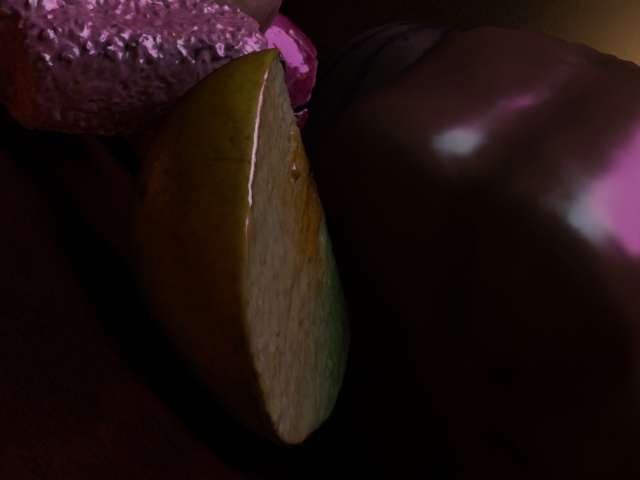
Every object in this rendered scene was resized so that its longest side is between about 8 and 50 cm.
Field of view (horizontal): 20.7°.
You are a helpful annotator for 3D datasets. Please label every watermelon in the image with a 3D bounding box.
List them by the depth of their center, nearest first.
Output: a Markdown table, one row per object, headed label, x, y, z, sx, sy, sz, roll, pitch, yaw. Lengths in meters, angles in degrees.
| label | x | y | z | sx | sy | sz | roll | pitch | yaw |
| --- | --- | --- | --- | --- | --- | --- | --- | --- | --- |
| watermelon | 0.080 | -0.052 | 1.839 | 0.279 | 0.359 | 0.279 | 19 | 0 | 0 |

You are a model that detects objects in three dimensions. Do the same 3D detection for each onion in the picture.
| label | x | y | z | sx | sy | sz | roll | pitch | yaw |
| --- | --- | --- | --- | --- | --- | --- | --- | --- | --- |
| onion | -0.112 | -0.142 | 1.754 | 0.200 | 0.207 | 0.200 | 23 | 41 | -21 |

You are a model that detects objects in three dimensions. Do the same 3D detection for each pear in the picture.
| label | x | y | z | sx | sy | sz | roll | pitch | yaw |
| --- | --- | --- | --- | --- | --- | --- | --- | --- | --- |
| pear | -0.068 | 0.041 | 1.271 | 0.239 | 0.139 | 0.288 | -91 | 169 | -47 |

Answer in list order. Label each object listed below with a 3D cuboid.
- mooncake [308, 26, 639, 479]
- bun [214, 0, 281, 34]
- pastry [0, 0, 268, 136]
| label | x | y | z | sx | sy | sz | roll | pitch | yaw |
| --- | --- | --- | --- | --- | --- | --- | --- | --- | --- |
| mooncake | 0.162 | 0.061 | 1.500 | 0.467 | 0.262 | 0.467 | 26 | -45 | 29 |
| bun | -0.156 | -0.185 | 1.481 | 0.273 | 0.273 | 0.168 | 26 | 55 | -80 |
| pastry | -0.155 | -0.135 | 1.305 | 0.265 | 0.103 | 0.112 | 5 | 36 | -20 |
